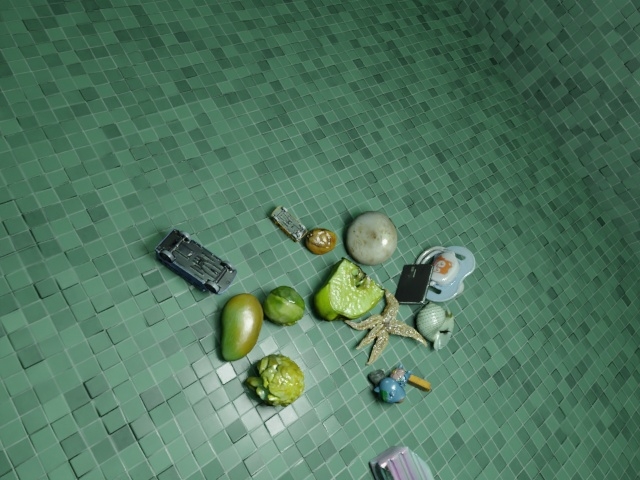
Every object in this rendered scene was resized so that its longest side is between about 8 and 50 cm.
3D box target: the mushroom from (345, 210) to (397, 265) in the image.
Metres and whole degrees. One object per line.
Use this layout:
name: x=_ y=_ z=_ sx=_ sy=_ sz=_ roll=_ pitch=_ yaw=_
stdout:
mushroom: x=0.240 y=-0.003 z=1.932 sx=0.243 sy=0.243 sz=0.244 roll=8 pitch=66 yaw=-20

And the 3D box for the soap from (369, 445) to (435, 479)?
soap: x=0.340 y=0.944 z=1.619 sx=0.192 sy=0.109 sz=0.324 roll=-18 pitch=76 yaw=-28

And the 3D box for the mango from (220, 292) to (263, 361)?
mango: x=-0.294 y=0.319 z=1.604 sx=0.156 sy=0.114 sz=0.251 roll=14 pitch=64 yaw=-21

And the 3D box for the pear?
pear: x=0.105 y=0.241 z=1.783 sx=0.238 sy=0.164 sz=0.256 roll=38 pitch=62 yaw=-8

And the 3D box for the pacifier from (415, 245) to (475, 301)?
pacifier: x=0.591 y=0.172 z=2.022 sx=0.299 sy=0.244 sz=0.233 roll=-50 pitch=126 yaw=-9

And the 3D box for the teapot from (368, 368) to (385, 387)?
teapot: x=0.239 y=0.560 z=1.769 sx=0.088 sy=0.066 sz=0.057 roll=-21 pitch=98 yaw=-51

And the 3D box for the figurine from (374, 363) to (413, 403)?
figurine: x=0.305 y=0.586 z=1.727 sx=0.178 sy=0.114 sz=0.145 roll=-39 pitch=127 yaw=-39

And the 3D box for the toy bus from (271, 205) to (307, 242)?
toy bus: x=-0.139 y=-0.068 z=1.854 sx=0.162 sy=0.074 sz=0.070 roll=44 pitch=67 yaw=-4

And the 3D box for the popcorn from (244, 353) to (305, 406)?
popcorn: x=-0.165 y=0.507 z=1.562 sx=0.212 sy=0.198 sz=0.198 roll=-22 pitch=78 yaw=-2

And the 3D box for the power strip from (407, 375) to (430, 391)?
power strip: x=0.385 y=0.587 z=1.820 sx=0.178 sy=0.049 sz=0.028 roll=27 pitch=55 yaw=-11

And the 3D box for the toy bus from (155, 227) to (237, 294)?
toy bus: x=-0.462 y=0.094 z=1.617 sx=0.292 sy=0.133 sz=0.126 roll=35 pitch=55 yaw=-4

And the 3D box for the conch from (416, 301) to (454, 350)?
conch: x=0.492 y=0.372 z=1.911 sx=0.172 sy=0.131 sz=0.200 roll=5 pitch=95 yaw=-47

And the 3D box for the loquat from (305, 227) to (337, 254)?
loquat: x=0.000 y=0.000 z=1.854 sx=0.137 sy=0.137 sz=0.113 roll=13 pitch=69 yaw=-18

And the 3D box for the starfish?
starfish: x=0.255 y=0.393 z=1.827 sx=0.293 sy=0.084 sz=0.302 roll=-28 pitch=78 yaw=-25

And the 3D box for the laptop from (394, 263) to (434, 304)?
laptop: x=0.420 y=0.193 z=1.947 sx=0.026 sy=0.153 sz=0.207 roll=45 pitch=55 yaw=-34

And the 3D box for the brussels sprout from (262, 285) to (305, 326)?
brussels sprout: x=-0.145 y=0.247 z=1.655 sx=0.145 sy=0.183 sz=0.132 roll=36 pitch=53 yaw=-30
